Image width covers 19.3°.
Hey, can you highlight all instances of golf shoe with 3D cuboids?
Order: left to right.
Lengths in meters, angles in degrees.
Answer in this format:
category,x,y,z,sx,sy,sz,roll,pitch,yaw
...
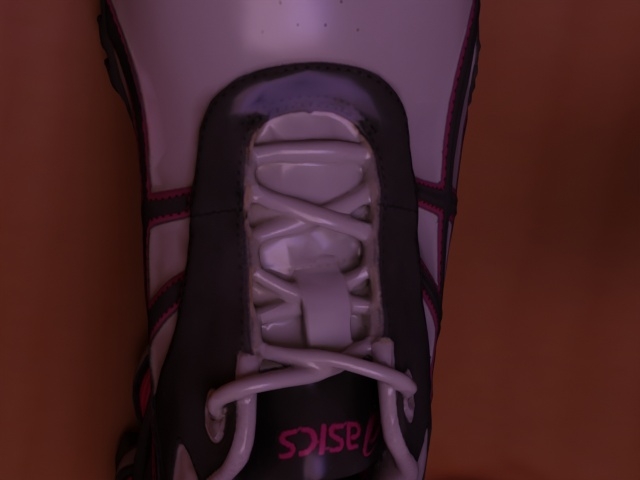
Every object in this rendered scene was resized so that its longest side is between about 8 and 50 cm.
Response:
category,x,y,z,sx,sy,sz,roll,pitch,yaw
golf shoe,0.000,0.000,0.494,0.105,0.120,0.273,-4,115,-11
